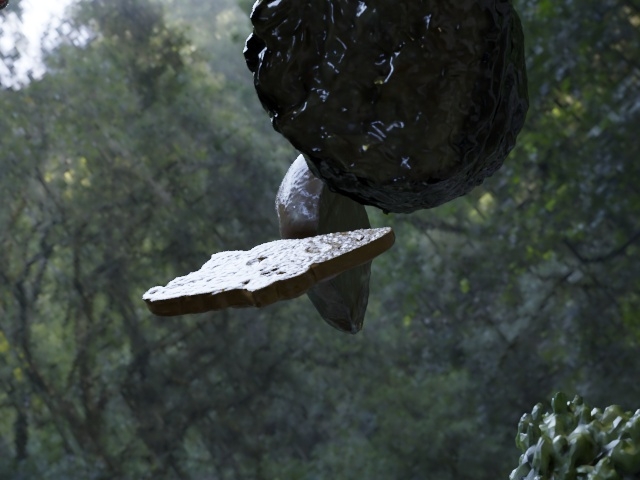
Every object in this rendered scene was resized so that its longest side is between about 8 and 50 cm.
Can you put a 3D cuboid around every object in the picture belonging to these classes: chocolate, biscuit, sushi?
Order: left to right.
[{"bbox_3d":[-0.047,0.031,1.115,0.250,0.162,0.035,-16,-70,-5],"label":"biscuit"},{"bbox_3d":[-0.002,0.002,1.411,0.080,0.157,0.254,0,-27,16],"label":"chocolate"},{"bbox_3d":[0.055,-0.198,0.948,0.211,0.350,0.171,-2,-11,25],"label":"sushi"}]

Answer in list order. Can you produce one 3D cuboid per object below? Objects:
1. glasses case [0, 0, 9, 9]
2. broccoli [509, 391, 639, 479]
[{"bbox_3d":[-0.370,-0.283,1.255,0.049,0.194,0.073,-28,-66,-17],"label":"glasses case"},{"bbox_3d":[0.241,0.181,0.731,0.249,0.302,0.375,22,-63,-13],"label":"broccoli"}]
